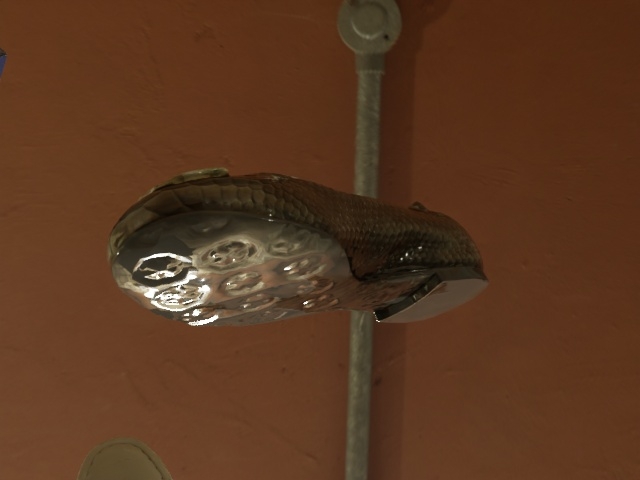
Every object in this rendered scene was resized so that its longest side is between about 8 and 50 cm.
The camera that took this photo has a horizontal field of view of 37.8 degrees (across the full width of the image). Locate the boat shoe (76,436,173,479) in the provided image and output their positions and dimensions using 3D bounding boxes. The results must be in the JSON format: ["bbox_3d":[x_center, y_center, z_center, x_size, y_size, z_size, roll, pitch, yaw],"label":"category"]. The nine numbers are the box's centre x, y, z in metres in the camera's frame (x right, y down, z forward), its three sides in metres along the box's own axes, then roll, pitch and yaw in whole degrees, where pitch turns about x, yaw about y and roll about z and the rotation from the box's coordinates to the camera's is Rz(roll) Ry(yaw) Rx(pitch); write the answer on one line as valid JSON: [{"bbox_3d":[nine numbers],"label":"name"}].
[{"bbox_3d":[-0.179,0.356,0.950,0.116,0.097,0.324,-14,-129,-16],"label":"boat shoe"}]

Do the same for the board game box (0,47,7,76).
[{"bbox_3d":[-0.409,-0.177,0.931,0.194,0.060,0.194,51,-46,14],"label":"board game box"}]

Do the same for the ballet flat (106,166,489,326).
[{"bbox_3d":[0.000,0.000,0.439,0.084,0.250,0.058,-34,-115,32],"label":"ballet flat"}]
